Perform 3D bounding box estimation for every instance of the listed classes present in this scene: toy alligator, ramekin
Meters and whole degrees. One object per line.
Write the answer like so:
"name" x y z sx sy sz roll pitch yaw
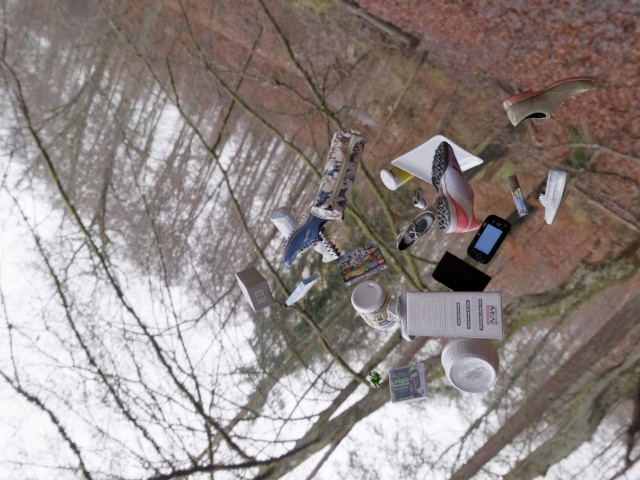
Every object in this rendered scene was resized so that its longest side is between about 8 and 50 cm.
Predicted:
"toy alligator" 0.251 0.651 2.019 0.051 0.056 0.190 26 155 33
"ramekin" 0.717 0.602 2.016 0.272 0.273 0.127 29 -153 2

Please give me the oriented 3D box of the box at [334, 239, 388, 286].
"box" 0.206 0.114 2.146 0.044 0.233 0.159 57 -172 -50

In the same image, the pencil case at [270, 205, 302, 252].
"pencil case" -0.157 -0.057 2.280 0.273 0.113 0.124 55 169 -29

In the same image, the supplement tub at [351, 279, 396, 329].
"supplement tub" 0.359 0.423 2.718 0.316 0.228 0.228 51 180 -43

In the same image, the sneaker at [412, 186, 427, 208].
"sneaker" 0.341 -0.143 1.444 0.043 0.040 0.109 29 -141 -14

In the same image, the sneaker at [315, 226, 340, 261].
"sneaker" 0.000 0.000 2.543 0.292 0.118 0.110 59 -158 -2

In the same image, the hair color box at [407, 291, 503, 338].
"hair color box" 0.517 0.285 1.635 0.347 0.174 0.105 -3 170 25

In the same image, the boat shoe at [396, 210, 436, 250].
"boat shoe" 0.412 -0.035 1.823 0.084 0.233 0.079 40 -138 -1

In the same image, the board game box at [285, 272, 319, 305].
"board game box" -0.109 0.300 2.595 0.039 0.211 0.160 46 -144 14

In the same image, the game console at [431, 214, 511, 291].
"game console" 0.639 0.058 1.752 0.213 0.361 0.044 32 -167 17

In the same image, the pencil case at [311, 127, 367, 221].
"pencil case" 0.087 -0.294 1.894 0.159 0.411 0.183 19 174 -17

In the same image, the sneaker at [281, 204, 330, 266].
"sneaker" -0.068 -0.007 2.031 0.147 0.330 0.130 33 172 5

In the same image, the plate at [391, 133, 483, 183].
"plate" 0.492 -0.349 1.797 0.277 0.278 0.045 18 -115 -31

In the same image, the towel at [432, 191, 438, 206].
"towel" 0.501 -0.192 1.819 0.009 0.083 0.060 20 -135 10

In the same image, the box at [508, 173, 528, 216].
"box" 0.634 -0.147 1.356 0.094 0.027 0.137 63 -152 -17

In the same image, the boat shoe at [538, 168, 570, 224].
"boat shoe" 0.907 -0.176 1.658 0.081 0.228 0.079 24 -142 37

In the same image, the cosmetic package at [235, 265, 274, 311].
"cosmetic package" -0.296 0.212 1.890 0.107 0.127 0.238 -23 -159 -13

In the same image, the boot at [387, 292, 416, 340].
"boot" 0.364 0.354 1.913 0.095 0.123 0.258 51 -146 -25

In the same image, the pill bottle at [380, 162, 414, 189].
"pill bottle" 0.410 -0.350 2.075 0.117 0.215 0.117 53 169 15

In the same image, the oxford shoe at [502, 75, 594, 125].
"oxford shoe" 0.936 -0.562 1.723 0.123 0.348 0.130 18 -124 -75

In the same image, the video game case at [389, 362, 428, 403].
"video game case" 0.438 0.716 2.115 0.022 0.190 0.173 45 -146 -40

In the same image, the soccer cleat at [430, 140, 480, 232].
"soccer cleat" 0.435 -0.174 1.367 0.116 0.109 0.319 1 -111 -7
